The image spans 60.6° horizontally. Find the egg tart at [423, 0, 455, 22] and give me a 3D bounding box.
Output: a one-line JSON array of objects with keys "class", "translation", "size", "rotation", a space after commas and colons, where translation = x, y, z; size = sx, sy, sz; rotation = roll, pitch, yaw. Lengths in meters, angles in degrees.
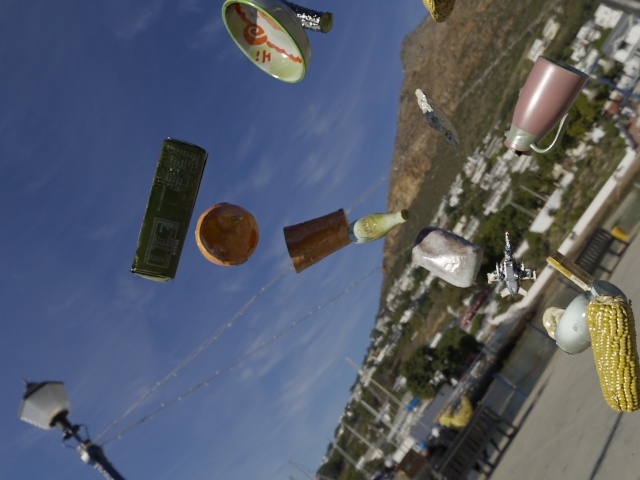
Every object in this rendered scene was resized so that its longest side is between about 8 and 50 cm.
[{"class": "egg tart", "translation": [0.293, -0.609, 1.364], "size": [0.129, 0.049, 0.128], "rotation": [-17, -67, -45]}]

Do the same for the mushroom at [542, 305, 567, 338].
[{"class": "mushroom", "translation": [0.921, 0.315, 2.081], "size": [0.148, 0.148, 0.112], "rotation": [-52, -17, -9]}]

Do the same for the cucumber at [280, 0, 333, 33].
[{"class": "cucumber", "translation": [-0.098, -0.816, 1.963], "size": [0.072, 0.304, 0.081], "rotation": [-31, -39, -58]}]

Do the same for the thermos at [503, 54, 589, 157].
[{"class": "thermos", "translation": [0.626, -0.362, 1.540], "size": [0.146, 0.176, 0.264], "rotation": [0, -55, -33]}]

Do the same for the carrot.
[{"class": "carrot", "translation": [0.000, 0.000, 2.077], "size": [0.255, 0.195, 0.196], "rotation": [-19, -22, 3]}]

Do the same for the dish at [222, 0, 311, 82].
[{"class": "dish", "translation": [-0.144, -0.659, 1.718], "size": [0.124, 0.324, 0.324], "rotation": [-54, -19, -14]}]

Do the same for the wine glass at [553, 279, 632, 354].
[{"class": "wine glass", "translation": [0.697, 0.201, 1.421], "size": [0.111, 0.111, 0.204], "rotation": [-35, -27, -44]}]

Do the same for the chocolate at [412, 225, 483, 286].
[{"class": "chocolate", "translation": [0.478, 0.061, 2.133], "size": [0.101, 0.303, 0.185], "rotation": [-1, -69, -44]}]

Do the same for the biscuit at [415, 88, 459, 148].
[{"class": "biscuit", "translation": [0.435, -0.453, 2.029], "size": [0.040, 0.265, 0.188], "rotation": [-36, 4, 31]}]

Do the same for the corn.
[{"class": "corn", "translation": [0.686, 0.265, 1.276], "size": [0.106, 0.107, 0.292], "rotation": [-23, -75, -56]}]

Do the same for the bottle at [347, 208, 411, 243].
[{"class": "bottle", "translation": [0.180, -0.047, 1.669], "size": [0.083, 0.083, 0.270], "rotation": [-44, 12, -28]}]

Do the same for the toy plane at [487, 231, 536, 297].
[{"class": "toy plane", "translation": [0.537, 0.070, 1.552], "size": [0.062, 0.135, 0.188], "rotation": [-32, -67, -56]}]

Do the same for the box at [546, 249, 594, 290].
[{"class": "box", "translation": [0.840, 0.097, 1.837], "size": [0.089, 0.156, 0.022], "rotation": [-22, -31, -50]}]

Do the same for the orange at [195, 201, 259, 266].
[{"class": "orange", "translation": [-0.346, -0.020, 2.032], "size": [0.240, 0.240, 0.240], "rotation": [-46, -21, -24]}]

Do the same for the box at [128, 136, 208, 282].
[{"class": "box", "translation": [-0.486, -0.073, 1.753], "size": [0.373, 0.138, 0.419], "rotation": [157, 127, -74]}]
